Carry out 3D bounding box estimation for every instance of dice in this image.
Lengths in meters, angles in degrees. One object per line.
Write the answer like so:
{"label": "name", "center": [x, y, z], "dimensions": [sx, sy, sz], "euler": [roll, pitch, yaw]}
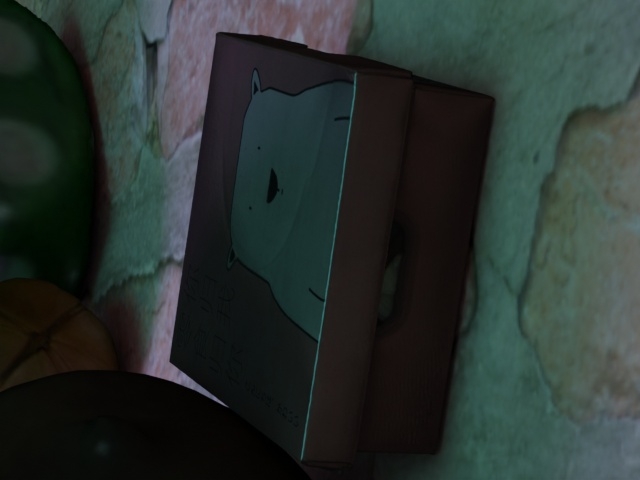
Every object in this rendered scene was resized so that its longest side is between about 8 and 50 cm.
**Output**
{"label": "dice", "center": [-0.368, -0.042, 1.625], "dimensions": [0.287, 0.300, 0.297], "euler": [-56, 37, 42]}

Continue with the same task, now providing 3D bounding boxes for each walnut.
{"label": "walnut", "center": [-0.246, 0.117, 1.490], "dimensions": [0.207, 0.167, 0.167], "euler": [-44, 48, 54]}

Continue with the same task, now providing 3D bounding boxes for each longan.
{"label": "longan", "center": [-0.121, 0.213, 1.070], "dimensions": [0.297, 0.297, 0.297], "euler": [-176, 90, -65]}

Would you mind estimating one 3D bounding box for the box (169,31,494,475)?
{"label": "box", "center": [0.000, 0.000, 1.071], "dimensions": [0.215, 0.086, 0.215], "euler": [-154, 70, -64]}
